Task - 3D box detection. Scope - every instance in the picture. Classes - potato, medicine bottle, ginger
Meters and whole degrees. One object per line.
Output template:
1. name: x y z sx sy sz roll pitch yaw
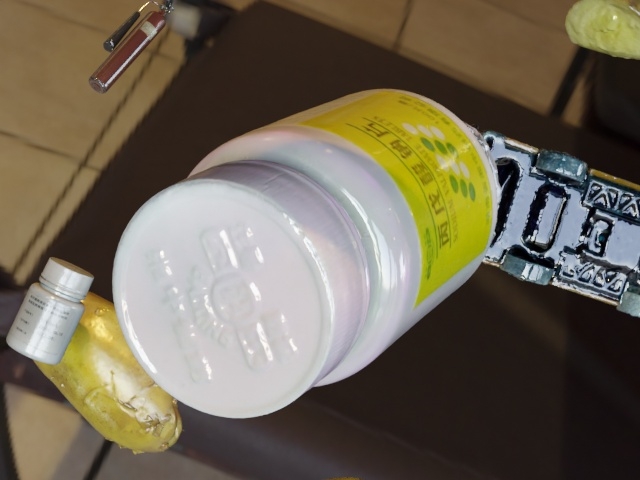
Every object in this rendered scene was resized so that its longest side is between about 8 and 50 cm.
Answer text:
1. potato: -0.312 0.183 2.076 0.300 0.173 0.140 45 33 8
2. medicine bottle: 0.000 0.000 1.198 0.213 0.213 0.379 32 25 13
3. ginger: 0.341 -0.287 1.388 0.109 0.116 0.263 19 62 47
4. medicine bottle: -0.361 0.094 1.919 0.080 0.130 0.080 25 1 0

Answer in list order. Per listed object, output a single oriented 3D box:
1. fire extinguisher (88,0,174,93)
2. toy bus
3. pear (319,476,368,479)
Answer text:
1. fire extinguisher: -0.252 -0.264 1.887 0.049 0.035 0.173 14 55 37
2. toy bus: 0.293 -0.015 1.684 0.323 0.162 0.194 18 2 -11
3. pear: 0.022 0.452 1.975 0.253 0.307 0.253 2 66 -6
